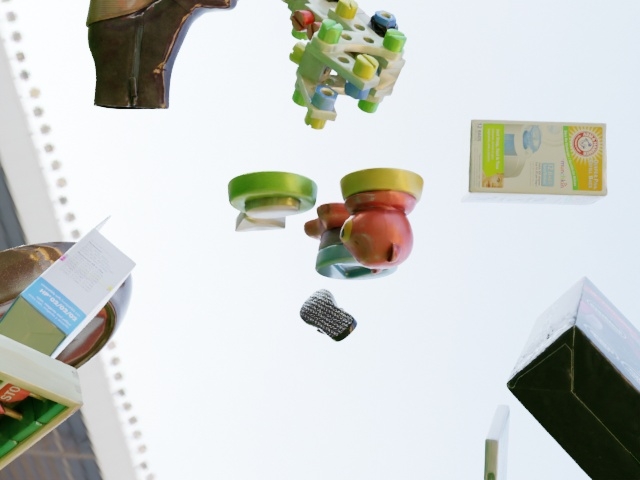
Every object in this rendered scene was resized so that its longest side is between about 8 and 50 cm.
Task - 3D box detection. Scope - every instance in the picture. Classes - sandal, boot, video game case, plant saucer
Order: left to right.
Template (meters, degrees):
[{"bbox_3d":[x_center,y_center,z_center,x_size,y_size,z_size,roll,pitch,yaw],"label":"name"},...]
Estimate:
[{"bbox_3d":[-0.386,0.118,1.230,0.050,0.310,0.311,59,-37,30],"label":"plant saucer"},{"bbox_3d":[-0.249,-0.313,1.516,0.090,0.248,0.207,178,-91,-79],"label":"boot"},{"bbox_3d":[0.016,0.130,1.544,0.040,0.067,0.179,48,-5,-27],"label":"sandal"},{"bbox_3d":[0.272,0.373,1.458,0.023,0.212,0.193,3,-85,15],"label":"video game case"}]

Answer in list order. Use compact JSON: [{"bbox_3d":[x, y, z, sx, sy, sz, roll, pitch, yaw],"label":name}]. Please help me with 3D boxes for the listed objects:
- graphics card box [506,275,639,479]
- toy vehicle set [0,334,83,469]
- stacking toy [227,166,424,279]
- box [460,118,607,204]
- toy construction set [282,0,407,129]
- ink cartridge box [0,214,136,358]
[{"bbox_3d":[0.318,0.167,0.979,0.094,0.371,0.233,-44,-99,17],"label":"graphics card box"},{"bbox_3d":[-0.326,0.152,0.683,0.267,0.166,0.035,-38,-133,16],"label":"toy vehicle set"},{"bbox_3d":[0.000,0.000,1.407,0.309,0.279,0.130,106,-15,-73],"label":"stacking toy"},{"bbox_3d":[0.319,-0.116,1.418,0.103,0.203,0.114,83,9,-84],"label":"box"},{"bbox_3d":[-0.006,-0.295,1.286,0.328,0.215,0.151,59,-42,19],"label":"toy construction set"},{"bbox_3d":[-0.255,0.059,0.952,0.061,0.181,0.104,41,-59,-6],"label":"ink cartridge box"}]
